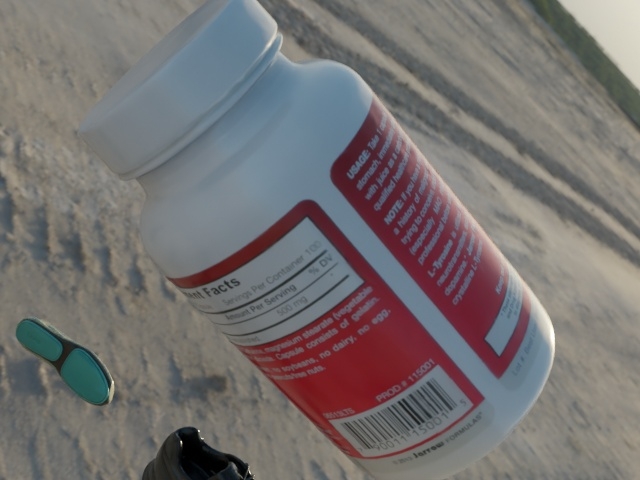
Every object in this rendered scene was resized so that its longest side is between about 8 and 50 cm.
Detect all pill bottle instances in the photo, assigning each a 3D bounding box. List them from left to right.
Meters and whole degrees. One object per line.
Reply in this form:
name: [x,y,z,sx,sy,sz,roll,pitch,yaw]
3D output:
pill bottle: [0.000,0.000,0.758,0.408,0.229,0.229,49,18,-21]

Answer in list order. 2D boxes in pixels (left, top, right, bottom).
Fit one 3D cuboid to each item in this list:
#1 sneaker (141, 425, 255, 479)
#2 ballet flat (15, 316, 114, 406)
sneaker: [-0.111,0.356,1.155,0.286,0.130,0.109,35,37,13]
ballet flat: [-0.322,0.151,1.155,0.168,0.057,0.052,37,5,15]
